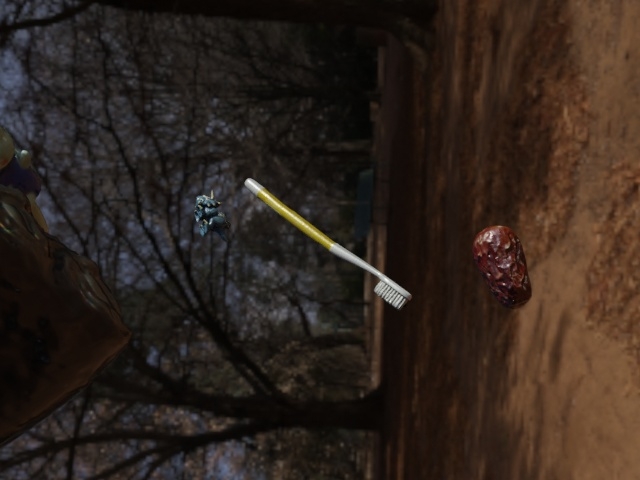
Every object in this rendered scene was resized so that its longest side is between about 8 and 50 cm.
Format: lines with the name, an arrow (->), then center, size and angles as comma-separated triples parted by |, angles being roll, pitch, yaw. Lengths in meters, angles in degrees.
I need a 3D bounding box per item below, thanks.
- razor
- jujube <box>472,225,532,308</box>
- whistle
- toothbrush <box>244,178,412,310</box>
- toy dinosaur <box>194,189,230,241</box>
razor -> -0.312, 0.101, 0.642 | 0.189, 0.327, 0.107 | 47, -164, -31
jujube -> 0.276, 0.041, 1.301 | 0.077, 0.077, 0.129 | 66, -176, -75
whistle -> -0.430, -0.081, 1.146 | 0.244, 0.110, 0.092 | 72, 172, -45
toothbrush -> 0.000, 0.000, 1.079 | 0.024, 0.288, 0.021 | -51, -30, -4
toy dinosaur -> -0.167, -0.035, 1.344 | 0.030, 0.047, 0.083 | -42, 65, 55
